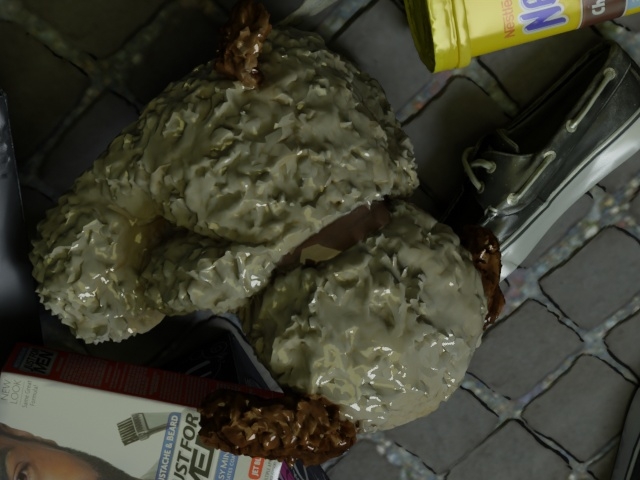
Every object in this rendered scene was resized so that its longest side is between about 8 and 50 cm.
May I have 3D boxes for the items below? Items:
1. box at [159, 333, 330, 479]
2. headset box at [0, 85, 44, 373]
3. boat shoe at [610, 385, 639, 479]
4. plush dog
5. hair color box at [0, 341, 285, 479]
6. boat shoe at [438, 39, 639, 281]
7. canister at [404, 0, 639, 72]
[{"bbox_3d":[-0.054,0.221,0.903,0.142,0.163,0.247,-29,118,4],"label":"box"},{"bbox_3d":[-0.299,0.033,0.730,0.246,0.131,0.283,-18,122,-29],"label":"headset box"},{"bbox_3d":[0.287,0.246,1.017,0.108,0.102,0.301,2,117,-12],"label":"boat shoe"},{"bbox_3d":[0.000,0.000,0.705,0.262,0.210,0.225,-34,83,-27],"label":"plush dog"},{"bbox_3d":[-0.108,0.125,0.742,0.167,0.053,0.093,12,104,-5],"label":"hair color box"},{"bbox_3d":[0.129,-0.045,0.852,0.219,0.078,0.070,-44,118,4],"label":"boat shoe"},{"bbox_3d":[0.135,-0.185,0.776,0.170,0.073,0.126,-16,120,-4],"label":"canister"}]
